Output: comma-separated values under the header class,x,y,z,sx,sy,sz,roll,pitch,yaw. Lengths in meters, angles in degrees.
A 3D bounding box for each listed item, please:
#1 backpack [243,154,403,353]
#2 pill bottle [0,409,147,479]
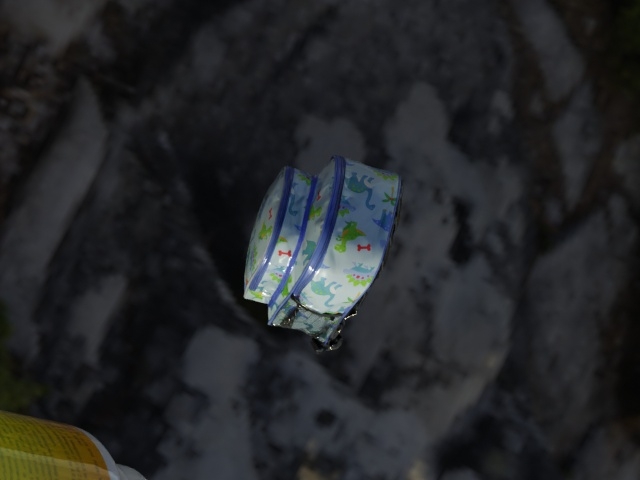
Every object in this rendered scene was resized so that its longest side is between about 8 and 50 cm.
class,x,y,z,sx,sy,sz,roll,pitch,yaw
backpack,0.000,0.000,1.276,0.114,0.084,0.105,131,-25,-57
pill bottle,-0.190,0.150,1.088,0.215,0.117,0.117,19,95,-48
